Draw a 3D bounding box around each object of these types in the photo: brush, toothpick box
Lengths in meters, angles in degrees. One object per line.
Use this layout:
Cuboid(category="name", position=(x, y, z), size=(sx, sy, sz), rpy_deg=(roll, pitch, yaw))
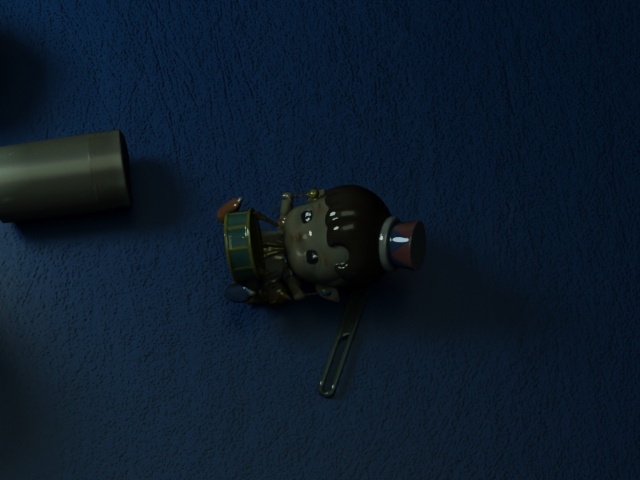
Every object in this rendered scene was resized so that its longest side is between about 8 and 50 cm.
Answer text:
Cuboid(category="brush", position=(0.048, 0.090, 1.510), size=(0.062, 0.027, 0.266), rpy_deg=(15, 68, 11))
Cuboid(category="toothpick box", position=(-0.355, -0.088, 1.511), size=(0.180, 0.111, 0.111), rpy_deg=(-9, 69, -6))

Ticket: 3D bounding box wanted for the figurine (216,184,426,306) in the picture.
Cuboid(category="figurine", position=(0.001, 0.002, 1.455), size=(0.275, 0.158, 0.161), rpy_deg=(-11, 78, 4))
